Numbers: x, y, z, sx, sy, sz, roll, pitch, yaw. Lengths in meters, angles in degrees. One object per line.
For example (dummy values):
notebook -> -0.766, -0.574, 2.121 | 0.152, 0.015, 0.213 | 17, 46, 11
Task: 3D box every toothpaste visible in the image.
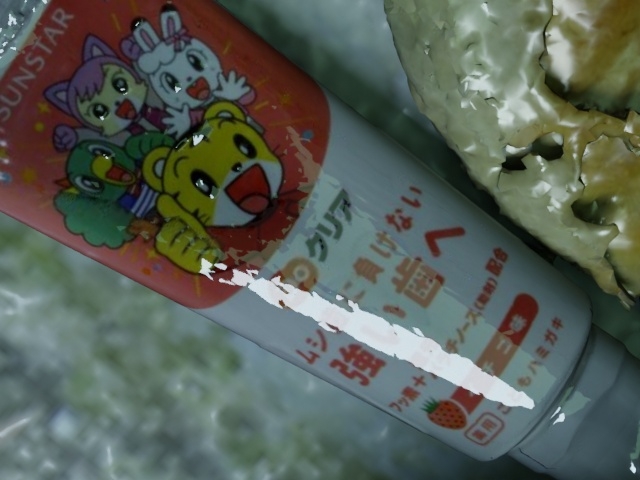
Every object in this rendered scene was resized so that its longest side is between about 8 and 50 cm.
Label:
toothpaste -> 0.000, 0.000, 0.559 | 0.234, 0.057, 0.089 | 33, 92, -10

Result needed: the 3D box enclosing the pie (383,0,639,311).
pie -> 0.147, -0.098, 0.573 | 0.274, 0.055, 0.274 | -3, 106, -11
